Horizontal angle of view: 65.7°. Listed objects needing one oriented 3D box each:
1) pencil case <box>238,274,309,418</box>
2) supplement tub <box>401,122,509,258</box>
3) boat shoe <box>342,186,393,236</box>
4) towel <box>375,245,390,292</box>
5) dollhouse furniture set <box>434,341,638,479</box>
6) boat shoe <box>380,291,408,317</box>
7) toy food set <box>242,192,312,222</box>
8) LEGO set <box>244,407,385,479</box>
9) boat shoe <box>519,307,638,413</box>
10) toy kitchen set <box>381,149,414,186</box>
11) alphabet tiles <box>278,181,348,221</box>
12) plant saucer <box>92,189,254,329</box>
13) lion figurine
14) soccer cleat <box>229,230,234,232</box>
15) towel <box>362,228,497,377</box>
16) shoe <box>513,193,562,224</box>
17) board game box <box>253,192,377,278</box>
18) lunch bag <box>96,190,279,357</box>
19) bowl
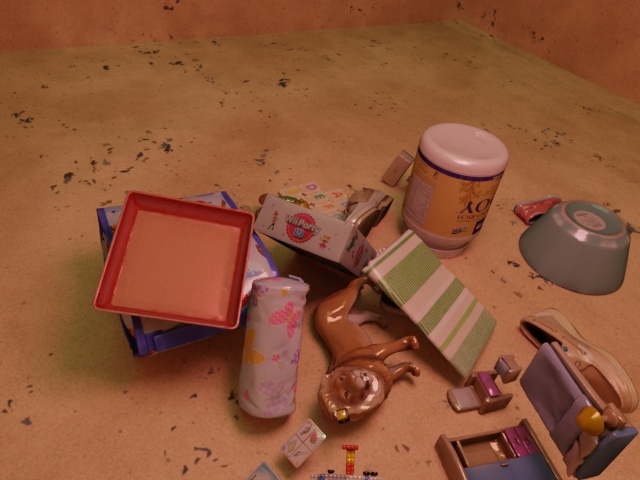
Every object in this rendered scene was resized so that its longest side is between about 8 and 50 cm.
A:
[{"bbox_3d":[-0.089,0.207,0.976,0.124,0.273,0.113,3,5,-40],"label":"pencil case"},{"bbox_3d":[0.367,-0.137,1.414,0.240,0.331,0.241,5,40,-4],"label":"supplement tub"},{"bbox_3d":[0.118,-0.082,1.454,0.103,0.113,0.302,31,26,12],"label":"boat shoe"},{"bbox_3d":[0.204,0.068,1.377,0.197,0.029,0.144,-14,46,-25],"label":"towel"},{"bbox_3d":[0.347,0.304,0.910,0.198,0.304,0.286,-3,41,-15],"label":"dollhouse furniture set"},{"bbox_3d":[0.262,0.158,1.248,0.219,0.070,0.078,9,40,0],"label":"boat shoe"},{"bbox_3d":[-0.126,-0.091,1.455,0.217,0.071,0.128,-1,43,-2],"label":"toy food set"},{"bbox_3d":[-0.010,0.408,0.849,0.244,0.060,0.182,-42,58,-15],"label":"LEGO set"},{"bbox_3d":[0.584,0.277,1.143,0.098,0.109,0.302,-11,38,-15],"label":"boat shoe"},{"bbox_3d":[0.351,-0.225,1.712,0.207,0.122,0.166,40,46,5],"label":"toy kitchen set"},{"bbox_3d":[-0.013,-0.090,1.533,0.277,0.021,0.284,-15,45,-26],"label":"alphabet tiles"},{"bbox_3d":[-0.273,0.041,0.966,0.258,0.048,0.259,10,58,-10],"label":"plant saucer"},{"bbox_3d":[0.067,0.227,1.108,0.240,0.142,0.392,-13,30,-13],"label":"lion figurine"},{"bbox_3d":[-0.208,-0.020,1.065,0.083,0.029,0.036,-1,58,-15],"label":"soccer cleat"},{"bbox_3d":[0.268,0.136,1.184,0.325,0.038,0.248,48,41,8],"label":"towel"},{"bbox_3d":[0.741,-0.099,1.649,0.177,0.064,0.081,-11,45,-14],"label":"shoe"},{"bbox_3d":[0.000,0.000,1.219,0.223,0.303,0.098,21,84,20],"label":"board game box"},{"bbox_3d":[-0.296,0.082,1.116,0.327,0.239,0.385,-15,38,-28],"label":"lunch bag"},{"bbox_3d":[0.772,-0.005,1.463,0.311,0.163,0.312,6,40,-5],"label":"bowl"}]
